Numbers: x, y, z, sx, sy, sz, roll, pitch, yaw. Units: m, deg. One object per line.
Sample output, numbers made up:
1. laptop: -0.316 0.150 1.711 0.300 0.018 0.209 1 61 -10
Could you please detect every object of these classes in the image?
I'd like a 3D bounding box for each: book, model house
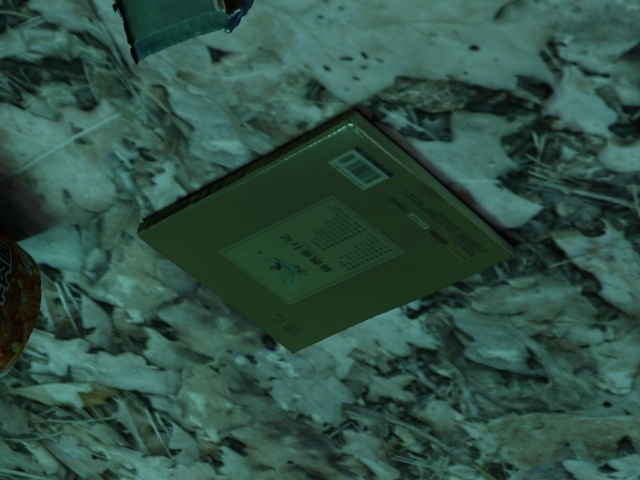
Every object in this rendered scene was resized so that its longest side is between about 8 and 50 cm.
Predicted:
1. book: 0.000 0.000 1.830 0.217 0.021 0.310 38 139 -26
2. model house: -0.096 -0.226 1.528 0.148 0.119 0.148 -13 115 1

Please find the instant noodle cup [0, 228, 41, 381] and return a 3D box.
1. instant noodle cup: -0.405 0.044 1.891 0.250 0.250 0.192 -15 142 36
